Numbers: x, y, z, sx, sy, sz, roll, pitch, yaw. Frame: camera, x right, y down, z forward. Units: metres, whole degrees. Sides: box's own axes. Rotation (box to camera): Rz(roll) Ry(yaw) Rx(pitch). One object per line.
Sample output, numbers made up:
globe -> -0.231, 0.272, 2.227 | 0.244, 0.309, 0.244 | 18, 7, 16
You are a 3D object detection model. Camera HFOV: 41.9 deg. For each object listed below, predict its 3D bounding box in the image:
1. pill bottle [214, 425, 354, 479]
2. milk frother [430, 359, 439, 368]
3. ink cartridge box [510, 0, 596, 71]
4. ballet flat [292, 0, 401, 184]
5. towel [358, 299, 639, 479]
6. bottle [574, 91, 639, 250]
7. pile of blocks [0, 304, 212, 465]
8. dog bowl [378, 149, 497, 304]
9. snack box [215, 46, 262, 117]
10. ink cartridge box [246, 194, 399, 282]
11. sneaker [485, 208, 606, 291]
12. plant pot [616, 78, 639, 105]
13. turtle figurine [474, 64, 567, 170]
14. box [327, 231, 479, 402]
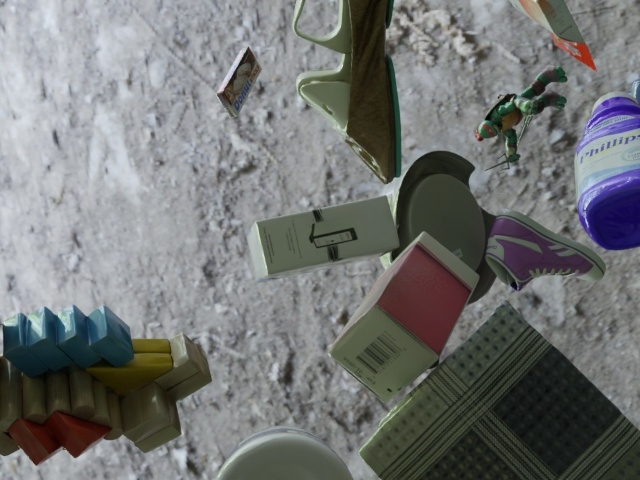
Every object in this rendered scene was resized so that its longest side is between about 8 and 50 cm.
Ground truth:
pill bottle -> -0.026, 0.178, 0.583 | 0.094, 0.094, 0.169 | 64, 173, 8
milk frother -> 0.194, 0.208, 1.722 | 0.143, 0.134, 0.129 | 3, 140, 26
ink cartridge box -> 0.372, -0.356, 1.375 | 0.179, 0.045, 0.145 | 51, -173, -35
ballet flat -> 0.031, -0.225, 0.959 | 0.116, 0.124, 0.342 | -106, 13, -61
towel -> 0.258, 0.304, 1.186 | 0.324, 0.056, 0.312 | -46, 72, 7
bottle -> 0.388, -0.102, 1.071 | 0.118, 0.282, 0.092 | -21, 117, 28
pile of blocks -> -0.268, 0.133, 0.733 | 0.112, 0.362, 0.148 | -114, 29, -47
dog bowl -> 0.262, -0.022, 1.880 | 0.102, 0.349, 0.348 | -12, 95, 51
snack box -> -0.174, -0.342, 1.800 | 0.022, 0.178, 0.064 | -10, 130, 28
ink cartridge box -> 0.000, 0.000, 1.276 | 0.148, 0.203, 0.085 | 143, 114, -76
sneaker -> 0.493, 0.062, 1.863 | 0.282, 0.161, 0.102 | 25, 160, -6
plant pot -> 0.663, -0.176, 1.592 | 0.236, 0.212, 0.235 | 7, 82, 2
turtle figurine -> 0.407, -0.256, 1.726 | 0.118, 0.234, 0.175 | 46, 166, 17
box -> 0.136, 0.118, 1.336 | 0.127, 0.232, 0.148 | 40, 128, 0
